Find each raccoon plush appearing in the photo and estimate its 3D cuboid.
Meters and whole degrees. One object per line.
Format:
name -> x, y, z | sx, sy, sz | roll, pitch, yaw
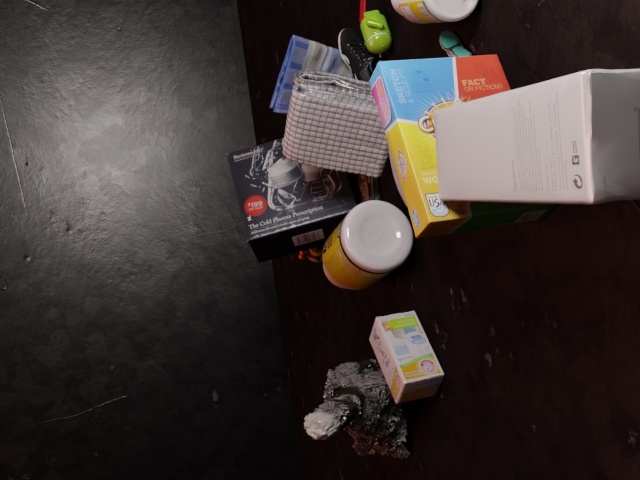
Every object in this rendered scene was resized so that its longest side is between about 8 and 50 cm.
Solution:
raccoon plush -> 0.084, 0.522, 1.910 | 0.216, 0.446, 0.299 | 7, 108, 41

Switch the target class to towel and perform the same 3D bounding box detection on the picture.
towel -> -0.006, -0.419, 1.882 | 0.034, 0.285, 0.209 | 29, 106, 37
towel -> 0.054, -0.302, 1.789 | 0.235, 0.283, 0.121 | 105, 172, -47

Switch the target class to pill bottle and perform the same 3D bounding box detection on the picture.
pill bottle -> 0.111, 0.028, 1.891 | 0.334, 0.187, 0.188 | 129, 131, -69
pill bottle -> 0.217, -0.488, 1.375 | 0.208, 0.117, 0.118 | -140, 44, -68

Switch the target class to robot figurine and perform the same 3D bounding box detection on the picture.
robot figurine -> 0.138, -0.515, 1.737 | 0.101, 0.067, 0.115 | 95, 162, -70

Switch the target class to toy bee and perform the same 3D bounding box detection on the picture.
toy bee -> 0.000, 0.000, 2.334 | 0.298, 0.162, 0.195 | -119, 27, -52

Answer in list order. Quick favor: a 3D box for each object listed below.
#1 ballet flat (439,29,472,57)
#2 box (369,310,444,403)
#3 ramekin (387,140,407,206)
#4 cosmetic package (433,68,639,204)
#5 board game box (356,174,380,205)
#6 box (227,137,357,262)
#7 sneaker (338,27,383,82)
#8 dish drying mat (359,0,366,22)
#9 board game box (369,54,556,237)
ballet flat -> 0.268, -0.377, 1.399 | 0.114, 0.041, 0.041 | -112, 21, -43
box -> 0.217, 0.296, 1.784 | 0.103, 0.114, 0.203 | 101, 155, -47
ramekin -> 0.236, -0.196, 1.413 | 0.273, 0.127, 0.273 | 171, 90, -79
cosmetic package -> 0.333, -0.136, 0.962 | 0.385, 0.217, 0.156 | -165, 68, -71
board game box -> 0.137, -0.161, 2.005 | 0.126, 0.026, 0.186 | -142, 46, -68
box -> -0.080, -0.143, 2.147 | 0.179, 0.343, 0.313 | 74, 180, -64
sneaker -> 0.118, -0.478, 1.833 | 0.121, 0.079, 0.217 | 144, 109, -69
dish drying mat -> 0.115, -0.627, 1.878 | 0.032, 0.008, 0.083 | -125, 31, -57
board game box -> 0.241, -0.172, 1.219 | 0.064, 0.242, 0.317 | 118, 141, -63
